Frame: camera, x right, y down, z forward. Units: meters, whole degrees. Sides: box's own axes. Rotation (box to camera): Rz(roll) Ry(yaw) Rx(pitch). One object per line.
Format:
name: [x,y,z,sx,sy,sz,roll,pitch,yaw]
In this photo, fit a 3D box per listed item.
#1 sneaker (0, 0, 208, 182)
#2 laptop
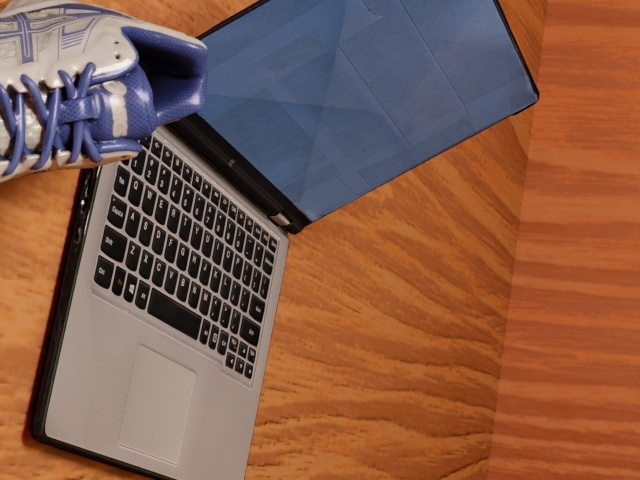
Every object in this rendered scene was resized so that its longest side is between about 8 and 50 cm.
sneaker: [-0.165,-0.085,0.838,0.296,0.131,0.111,-43,137,-60]
laptop: [0.000,0.000,1.165,0.382,0.236,0.407,42,56,-65]
